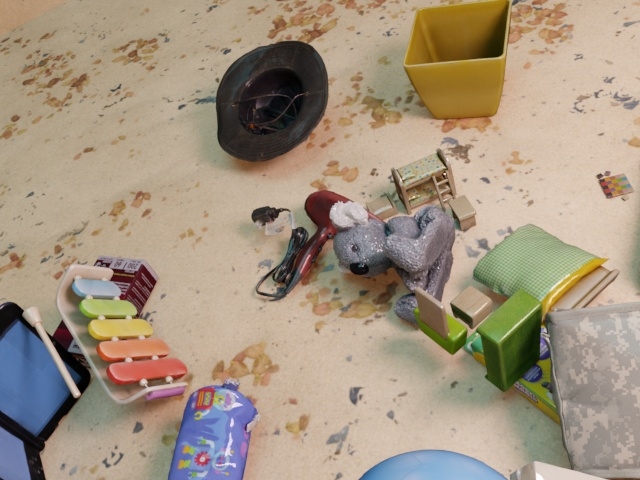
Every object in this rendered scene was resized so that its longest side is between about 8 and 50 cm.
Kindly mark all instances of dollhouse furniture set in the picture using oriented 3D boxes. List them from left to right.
[{"bbox_3d":[0.194,-0.076,1.369,0.182,0.101,0.161,-24,47,0],"label":"dollhouse furniture set"},{"bbox_3d":[0.317,0.059,1.104,0.301,0.151,0.197,-38,48,-17],"label":"dollhouse furniture set"}]

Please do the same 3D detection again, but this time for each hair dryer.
[{"bbox_3d":[0.000,0.000,1.418,0.293,0.080,0.224,-17,62,14],"label":"hair dryer"}]

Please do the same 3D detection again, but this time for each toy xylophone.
[{"bbox_3d":[-0.393,0.183,1.257,0.081,0.236,0.323,-46,75,14],"label":"toy xylophone"}]

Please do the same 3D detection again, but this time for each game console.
[{"bbox_3d":[-0.512,0.301,1.189,0.173,0.293,0.250,-32,48,-7],"label":"game console"}]

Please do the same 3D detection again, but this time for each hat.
[{"bbox_3d":[-0.099,-0.318,1.665,0.331,0.134,0.331,-9,66,22],"label":"hat"}]

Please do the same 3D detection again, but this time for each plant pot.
[{"bbox_3d":[0.320,-0.390,1.530,0.212,0.187,0.212,0,51,21],"label":"plant pot"}]

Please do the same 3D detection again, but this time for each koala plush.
[{"bbox_3d":[0.123,0.018,1.273,0.221,0.196,0.203,8,43,27],"label":"koala plush"}]

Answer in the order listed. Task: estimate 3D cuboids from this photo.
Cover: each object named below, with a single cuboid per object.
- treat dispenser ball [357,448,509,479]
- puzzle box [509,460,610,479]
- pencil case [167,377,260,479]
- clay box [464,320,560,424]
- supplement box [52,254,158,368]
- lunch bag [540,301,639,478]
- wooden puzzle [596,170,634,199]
[{"bbox_3d":[0.145,0.411,0.850,0.288,0.288,0.288,-11,49,12],"label":"treat dispenser ball"},{"bbox_3d":[0.399,0.421,0.743,0.409,0.052,0.272,19,51,-13],"label":"puzzle box"},{"bbox_3d":[-0.178,0.386,1.109,0.133,0.119,0.306,-1,51,9],"label":"pencil case"},{"bbox_3d":[0.351,0.186,1.121,0.127,0.053,0.222,-40,50,-15],"label":"clay box"},{"bbox_3d":[-0.458,0.150,1.447,0.130,0.073,0.239,4,54,23],"label":"supplement box"},{"bbox_3d":[0.464,0.197,0.943,0.287,0.169,0.235,-8,80,13],"label":"lunch bag"},{"bbox_3d":[0.570,-0.106,1.316,0.049,0.006,0.083,-14,48,9],"label":"wooden puzzle"}]
